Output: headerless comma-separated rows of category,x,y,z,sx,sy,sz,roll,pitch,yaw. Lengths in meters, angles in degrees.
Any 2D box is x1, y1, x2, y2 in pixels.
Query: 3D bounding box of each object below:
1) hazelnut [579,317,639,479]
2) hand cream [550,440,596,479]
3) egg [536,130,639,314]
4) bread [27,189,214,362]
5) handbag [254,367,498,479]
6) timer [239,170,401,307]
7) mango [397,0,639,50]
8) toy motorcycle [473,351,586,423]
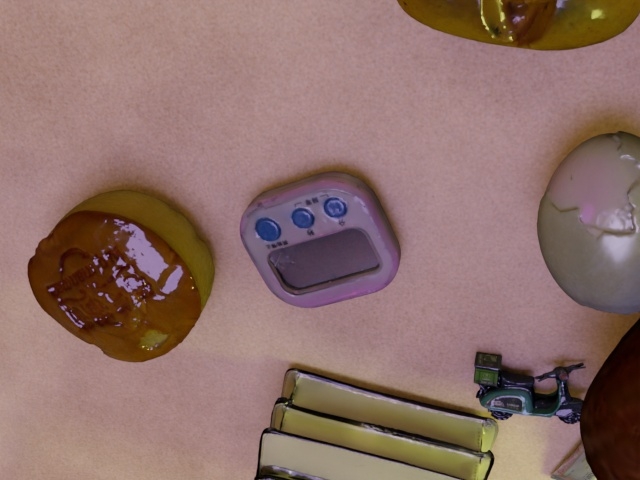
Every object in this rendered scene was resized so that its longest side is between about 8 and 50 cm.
hazelnut,0.527,0.236,1.053,0.421,0.353,0.421,-7,142,-5
hand cream,0.427,0.323,1.328,0.067,0.043,0.210,18,131,3
egg,0.354,-0.028,1.029,0.183,0.183,0.217,1,116,14
bread,-0.293,0.053,1.275,0.270,0.148,0.270,7,124,10
handbag,0.083,0.373,1.383,0.358,0.160,0.237,13,133,6
timer,0.000,0.000,1.210,0.208,0.069,0.191,-16,117,23
mango,0.212,-0.271,0.925,0.262,0.167,0.130,5,110,16
toy motorcycle,0.315,0.224,1.281,0.173,0.058,0.100,7,118,13
